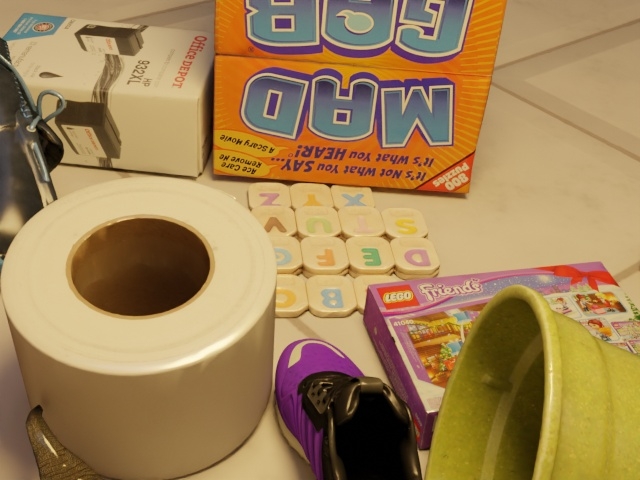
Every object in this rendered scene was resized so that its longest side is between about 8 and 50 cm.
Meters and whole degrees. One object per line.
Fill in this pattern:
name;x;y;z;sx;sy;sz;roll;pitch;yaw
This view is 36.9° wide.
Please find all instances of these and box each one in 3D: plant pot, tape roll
plant pot;0.243;0.200;0.772;0.254;0.276;0.276;15;35;-6
tape roll;-0.164;0.079;0.907;0.246;0.169;0.246;2;45;-2

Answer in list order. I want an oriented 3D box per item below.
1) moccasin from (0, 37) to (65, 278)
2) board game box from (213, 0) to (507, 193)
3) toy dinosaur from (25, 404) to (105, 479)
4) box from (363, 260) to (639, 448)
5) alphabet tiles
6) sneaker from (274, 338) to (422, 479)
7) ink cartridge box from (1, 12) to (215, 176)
moccasin;-0.371;-0.098;1.167;0.117;0.137;0.341;-2;66;-27
board game box;0.044;-0.318;1.353;0.357;0.356;0.356;4;33;-2
toy dinosaur;-0.194;0.264;0.748;0.160;0.121;0.313;5;29;-21
box;0.214;0.114;1.033;0.294;0.057;0.201;-5;37;-14
alphabet tiles;0.000;0.000;1.199;0.284;0.021;0.278;1;36;-8
sneaker;0.031;0.164;0.863;0.102;0.146;0.293;-6;37;-15
ink cartridge box;-0.302;-0.212;1.363;0.308;0.129;0.223;6;35;1
